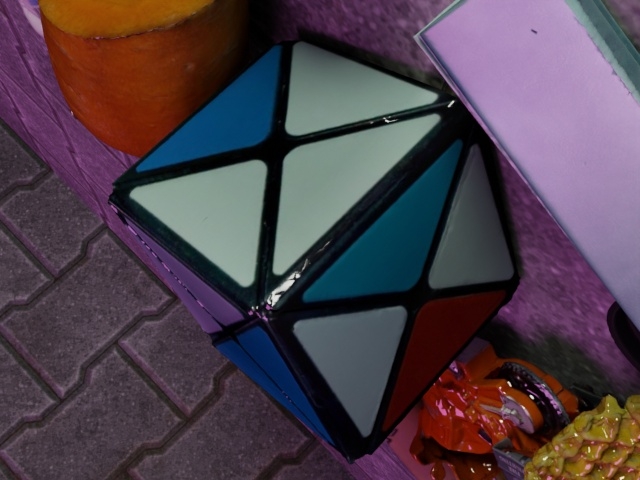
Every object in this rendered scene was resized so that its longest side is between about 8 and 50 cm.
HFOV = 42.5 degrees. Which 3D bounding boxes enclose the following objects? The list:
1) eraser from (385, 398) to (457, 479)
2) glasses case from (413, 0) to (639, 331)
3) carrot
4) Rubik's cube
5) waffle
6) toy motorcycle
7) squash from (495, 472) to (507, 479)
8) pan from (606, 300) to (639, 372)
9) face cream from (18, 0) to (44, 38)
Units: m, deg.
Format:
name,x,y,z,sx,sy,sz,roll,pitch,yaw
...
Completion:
name,x,y,z,sx,sy,sz,roll,pitch,yaw
eraser,0.130,0.221,1.134,0.291,0.087,0.171,52,-153,-18
glasses case,0.185,-0.060,0.525,0.266,0.056,0.105,50,139,-10
carrot,-0.172,-0.189,0.826,0.214,0.193,0.331,39,162,13
Rubik's cube,0.000,0.000,0.750,0.246,0.250,0.248,31,159,42
waffle,0.271,0.210,0.740,0.191,0.191,0.038,56,-161,-29
toy motorcycle,0.193,0.204,0.928,0.325,0.147,0.221,14,135,63
squash,0.268,0.313,1.121,0.066,0.066,0.252,21,150,56
pan,0.315,0.106,0.601,0.235,0.028,0.136,33,159,48
face cream,-0.299,-0.294,1.050,0.206,0.111,0.206,40,162,16
